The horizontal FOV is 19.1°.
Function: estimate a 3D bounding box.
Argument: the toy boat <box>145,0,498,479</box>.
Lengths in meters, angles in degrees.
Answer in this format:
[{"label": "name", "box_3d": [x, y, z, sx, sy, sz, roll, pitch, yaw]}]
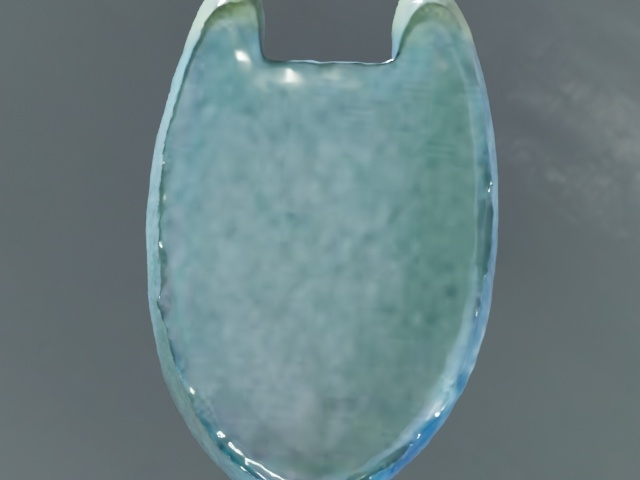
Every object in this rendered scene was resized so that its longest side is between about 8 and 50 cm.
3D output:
[{"label": "toy boat", "box_3d": [0.000, 0.000, 1.189, 0.215, 0.123, 0.329, -1, 91, -1]}]
